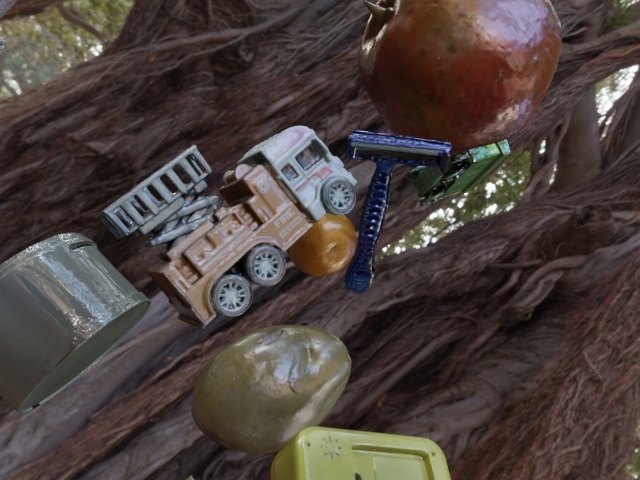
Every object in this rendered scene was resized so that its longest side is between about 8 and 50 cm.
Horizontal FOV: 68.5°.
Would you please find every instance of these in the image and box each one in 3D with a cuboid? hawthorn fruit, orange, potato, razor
[{"bbox_3d":[0.250,-0.381,0.967,0.403,0.403,0.402,38,-31,28],"label":"hawthorn fruit"},{"bbox_3d":[0.000,0.000,1.006,0.134,0.155,0.154,48,-19,61],"label":"orange"},{"bbox_3d":[-0.064,0.206,0.668,0.160,0.235,0.178,59,-18,22],"label":"potato"},{"bbox_3d":[0.065,-0.022,0.564,0.093,0.056,0.324,6,-30,0],"label":"razor"}]

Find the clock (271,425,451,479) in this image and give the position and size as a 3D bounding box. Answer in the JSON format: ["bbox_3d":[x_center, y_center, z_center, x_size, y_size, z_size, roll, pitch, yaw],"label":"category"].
[{"bbox_3d":[0.051,0.300,0.536,0.143,0.202,0.096,-95,-151,-43],"label":"clock"}]

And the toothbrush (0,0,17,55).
[{"bbox_3d":[-0.194,-0.254,0.390,0.024,0.354,0.029,54,11,6],"label":"toothbrush"}]

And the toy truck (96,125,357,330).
[{"bbox_3d":[-0.064,-0.027,0.373,0.115,0.178,0.080,54,-25,-16],"label":"toy truck"}]

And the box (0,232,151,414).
[{"bbox_3d":[-0.389,0.115,0.692,0.149,0.226,0.226,46,-27,-1],"label":"box"}]

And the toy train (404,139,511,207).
[{"bbox_3d":[0.365,-0.204,1.292,0.301,0.203,0.120,111,-42,-72],"label":"toy train"}]

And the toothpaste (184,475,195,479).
[{"bbox_3d":[-0.285,0.462,0.762,0.044,0.193,0.070,62,-14,-10],"label":"toothpaste"}]
